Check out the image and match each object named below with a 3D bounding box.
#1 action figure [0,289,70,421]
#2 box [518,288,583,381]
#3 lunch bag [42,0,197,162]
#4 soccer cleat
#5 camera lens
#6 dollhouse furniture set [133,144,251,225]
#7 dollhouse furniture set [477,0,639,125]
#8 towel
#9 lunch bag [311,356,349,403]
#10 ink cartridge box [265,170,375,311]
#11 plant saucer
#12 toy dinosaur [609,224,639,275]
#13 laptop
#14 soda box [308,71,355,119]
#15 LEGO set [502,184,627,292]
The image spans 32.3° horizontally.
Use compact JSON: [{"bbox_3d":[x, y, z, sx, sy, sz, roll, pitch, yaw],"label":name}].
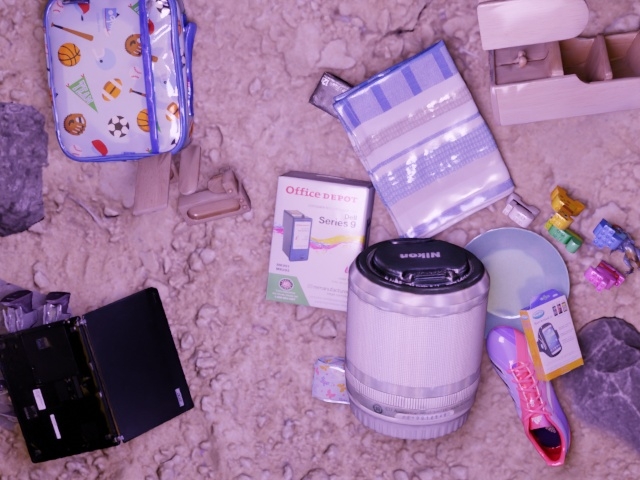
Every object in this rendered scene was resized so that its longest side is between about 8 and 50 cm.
[{"bbox_3d":[-0.501,0.231,1.947,0.185,0.099,0.285,1,103,0],"label":"action figure"},{"bbox_3d":[0.368,0.148,1.770,0.081,0.028,0.136,-19,95,-27],"label":"box"},{"bbox_3d":[-0.324,-0.283,1.830,0.243,0.115,0.303,-2,100,7],"label":"lunch bag"},{"bbox_3d":[0.343,0.252,1.795,0.083,0.095,0.248,-22,107,15],"label":"soccer cleat"},{"bbox_3d":[0.149,0.146,1.745,0.219,0.219,0.274,6,114,8],"label":"camera lens"},{"bbox_3d":[-0.205,-0.055,1.804,0.144,0.123,0.151,-13,136,11],"label":"dollhouse furniture set"},{"bbox_3d":[0.355,-0.385,1.591,0.257,0.362,0.394,-6,126,11],"label":"dollhouse furniture set"},{"bbox_3d":[0.167,-0.148,1.765,0.209,0.034,0.285,-28,109,4],"label":"towel"},{"bbox_3d":[0.029,0.237,1.884,0.083,0.053,0.071,5,102,-2],"label":"lunch bag"},{"bbox_3d":[0.000,0.000,1.831,0.154,0.093,0.212,9,98,8],"label":"ink cartridge box"},{"bbox_3d":[0.311,0.072,1.820,0.195,0.037,0.194,2,100,9],"label":"plant saucer"},{"bbox_3d":[0.494,0.015,1.790,0.047,0.090,0.082,-27,59,25],"label":"toy dinosaur"},{"bbox_3d":[-0.390,0.231,1.906,0.264,0.136,0.234,-15,98,12],"label":"laptop"},{"bbox_3d":[0.069,-0.211,1.806,0.169,0.053,0.060,30,103,4],"label":"soda box"},{"bbox_3d":[0.392,-0.013,1.738,0.227,0.093,0.087,38,122,11],"label":"LEGO set"}]
